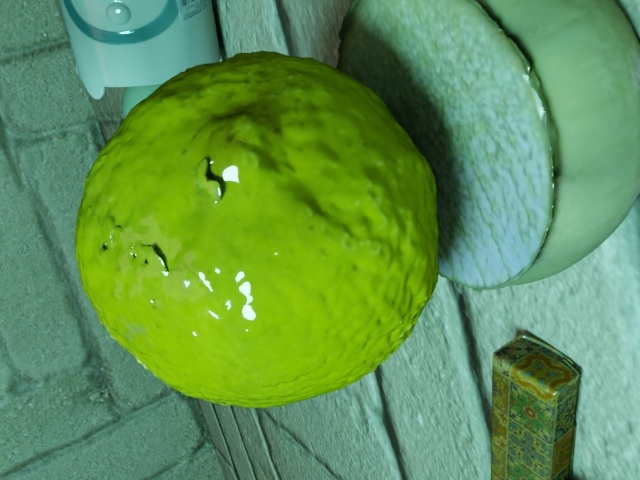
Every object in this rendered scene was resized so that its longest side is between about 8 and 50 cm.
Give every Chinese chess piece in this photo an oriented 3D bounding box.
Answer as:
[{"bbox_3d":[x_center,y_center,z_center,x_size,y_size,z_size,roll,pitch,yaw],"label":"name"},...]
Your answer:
[{"bbox_3d":[0.123,-0.094,0.560,0.270,0.112,0.270,48,151,37],"label":"Chinese chess piece"}]

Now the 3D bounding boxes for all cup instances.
[{"bbox_3d":[-0.270,-0.382,1.056,0.289,0.219,0.257,-90,-4,-54],"label":"cup"}]

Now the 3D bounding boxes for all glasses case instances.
[{"bbox_3d":[0.214,0.202,0.712,0.075,0.049,0.218,30,138,45],"label":"glasses case"}]

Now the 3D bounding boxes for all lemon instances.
[{"bbox_3d":[-0.043,0.000,0.547,0.268,0.268,0.322,63,177,11],"label":"lemon"}]

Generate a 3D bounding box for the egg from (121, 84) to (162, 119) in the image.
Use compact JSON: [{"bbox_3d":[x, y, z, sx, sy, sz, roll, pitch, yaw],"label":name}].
[{"bbox_3d":[-0.264,-0.224,1.231,0.192,0.149,0.149,45,149,42],"label":"egg"}]
